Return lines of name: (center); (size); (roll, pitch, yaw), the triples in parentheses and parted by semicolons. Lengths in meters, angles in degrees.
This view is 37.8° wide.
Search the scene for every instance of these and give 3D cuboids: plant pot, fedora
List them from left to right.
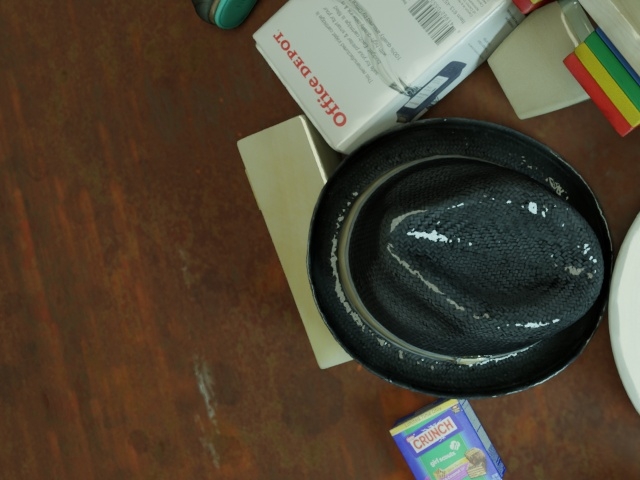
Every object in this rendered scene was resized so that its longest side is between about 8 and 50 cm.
fedora: (0.158, 0.014, 0.941); (0.334, 0.152, 0.334); (1, 86, -8)
plant pot: (0.241, -0.184, 0.981); (0.096, 0.109, 0.109); (-30, 87, 28)

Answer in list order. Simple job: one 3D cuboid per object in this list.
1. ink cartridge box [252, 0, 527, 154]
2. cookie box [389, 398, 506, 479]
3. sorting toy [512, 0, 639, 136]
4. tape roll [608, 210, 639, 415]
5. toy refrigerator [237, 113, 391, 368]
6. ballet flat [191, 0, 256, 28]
ink cartridge box: (0.073, -0.227, 1.010); (0.237, 0.100, 0.172); (-41, 73, 15)
cookie box: (0.146, 0.241, 1.076); (0.092, 0.040, 0.107); (-31, 86, 17)
sorting toy: (0.303, -0.234, 0.896); (0.257, 0.255, 0.089); (53, 140, 7)
tape roll: (0.487, 0.075, 0.918); (0.392, 0.072, 0.392); (-1, 88, 23)
toy refrigerator: (0.000, 0.000, 1.063); (0.094, 0.102, 0.269); (-20, 90, 17)
ballet flat: (-0.062, -0.368, 1.047); (0.280, 0.095, 0.096); (-46, 70, 19)
